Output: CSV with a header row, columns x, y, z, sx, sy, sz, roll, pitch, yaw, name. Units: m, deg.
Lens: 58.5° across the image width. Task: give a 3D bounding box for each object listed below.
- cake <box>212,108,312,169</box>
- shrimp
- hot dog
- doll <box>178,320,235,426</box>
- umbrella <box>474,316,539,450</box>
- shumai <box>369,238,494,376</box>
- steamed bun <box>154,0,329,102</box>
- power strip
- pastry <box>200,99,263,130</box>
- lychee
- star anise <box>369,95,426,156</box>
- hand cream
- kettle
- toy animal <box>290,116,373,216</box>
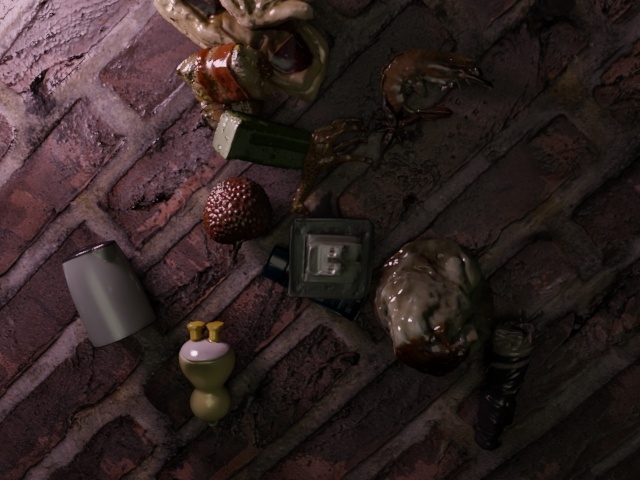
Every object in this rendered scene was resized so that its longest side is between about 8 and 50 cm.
x,y,z,sx,sy,sz,roll,pitch,yaw,name
-0.113,-0.215,1.292,0.236,0.099,0.100,12,110,-25,cake
0.257,-0.346,1.304,0.254,0.058,0.173,17,110,4,shrimp
-0.197,-0.355,1.219,0.213,0.146,0.103,6,61,23,hot dog
-0.286,0.345,1.459,0.142,0.117,0.296,0,115,-2,doll
0.447,0.357,1.419,0.113,0.106,0.357,12,110,11,umbrella
0.267,0.167,1.298,0.310,0.263,0.303,19,104,0,shumai
-0.148,-0.502,1.240,0.428,0.189,0.247,33,94,-2,steamed bun
0.030,0.046,1.354,0.214,0.064,0.198,0,95,-11,power strip
-0.207,-0.315,1.329,0.154,0.081,0.153,0,93,-1,pastry
-0.193,-0.053,1.339,0.165,0.165,0.197,-9,85,6,lychee
0.166,-0.253,1.326,0.124,0.056,0.129,25,115,-5,star anise
-0.006,0.103,1.413,0.271,0.061,0.120,25,104,-6,hand cream
-0.545,0.127,1.415,0.221,0.161,0.236,-15,101,38,kettle
0.009,-0.179,1.349,0.276,0.054,0.149,-40,112,8,toy animal
